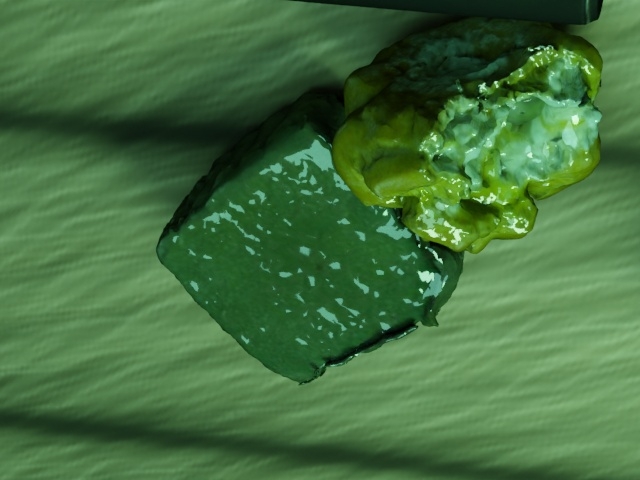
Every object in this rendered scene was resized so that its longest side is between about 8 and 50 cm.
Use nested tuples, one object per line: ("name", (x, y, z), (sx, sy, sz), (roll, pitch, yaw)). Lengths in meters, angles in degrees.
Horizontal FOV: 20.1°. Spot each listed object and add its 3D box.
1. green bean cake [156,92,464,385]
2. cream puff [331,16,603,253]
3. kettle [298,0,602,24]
("green bean cake", (0.000, 0.000, 1.597), (0.227, 0.125, 0.222), (-33, 106, 33))
("cream puff", (0.120, -0.081, 1.458), (0.221, 0.195, 0.194), (-24, 120, -10))
("kettle", (0.065, -0.283, 1.313), (0.308, 0.203, 0.262), (9, 146, 11))
